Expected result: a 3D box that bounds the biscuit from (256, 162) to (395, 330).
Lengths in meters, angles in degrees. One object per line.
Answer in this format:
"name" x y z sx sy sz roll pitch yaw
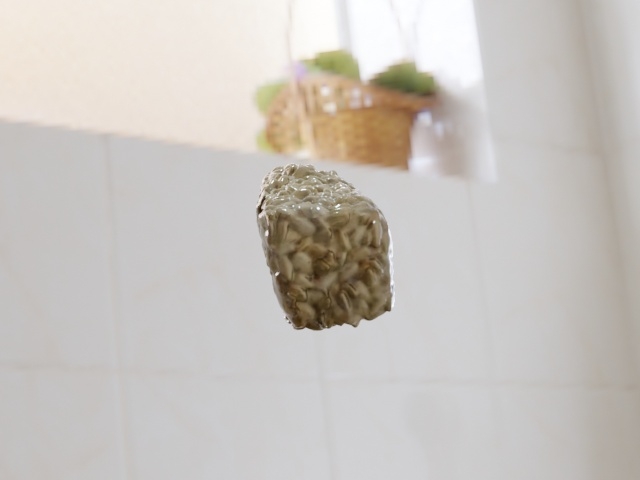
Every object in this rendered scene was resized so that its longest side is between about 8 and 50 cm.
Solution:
"biscuit" 0.000 0.000 1.006 0.070 0.082 0.168 -7 8 -3
